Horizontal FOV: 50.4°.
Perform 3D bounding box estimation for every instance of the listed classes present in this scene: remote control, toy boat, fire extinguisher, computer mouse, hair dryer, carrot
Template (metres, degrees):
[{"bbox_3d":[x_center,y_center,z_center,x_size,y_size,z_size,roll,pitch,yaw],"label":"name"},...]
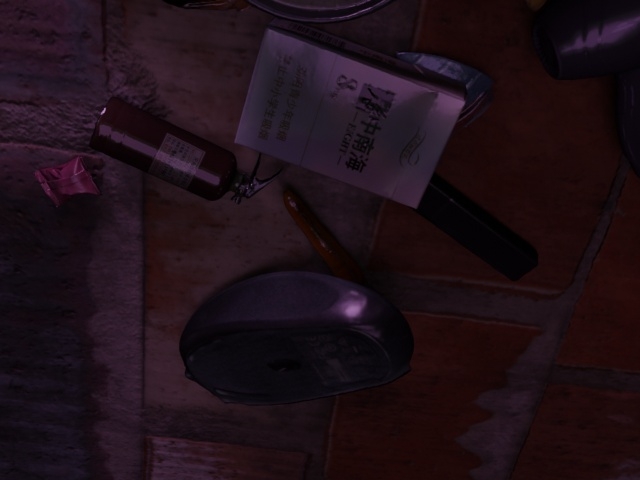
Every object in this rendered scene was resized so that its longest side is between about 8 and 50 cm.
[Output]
[{"bbox_3d":[0.198,-0.023,0.935,0.245,0.025,0.063,33,121,-18],"label":"remote control"},{"bbox_3d":[0.147,-0.192,0.821,0.096,0.034,0.122,-36,115,20],"label":"toy boat"},{"bbox_3d":[-0.164,-0.112,0.858,0.231,0.071,0.099,23,112,-13],"label":"fire extinguisher"},{"bbox_3d":[-0.037,0.143,0.991,0.373,0.114,0.203,-12,125,27],"label":"computer mouse"},{"bbox_3d":[0.424,-0.182,0.804,0.300,0.121,0.361,-23,129,5],"label":"hair dryer"},{"bbox_3d":[0.000,0.000,0.945,0.037,0.037,0.190,-30,117,19],"label":"carrot"}]

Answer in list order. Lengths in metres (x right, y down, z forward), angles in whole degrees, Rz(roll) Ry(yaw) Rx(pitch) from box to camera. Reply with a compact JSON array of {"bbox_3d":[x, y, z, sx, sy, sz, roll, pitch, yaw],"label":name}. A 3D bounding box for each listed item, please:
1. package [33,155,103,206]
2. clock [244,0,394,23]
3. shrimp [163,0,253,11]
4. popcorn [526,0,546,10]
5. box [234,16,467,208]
[{"bbox_3d":[-0.336,-0.078,0.907,0.083,0.029,0.059,-13,119,19],"label":"package"},{"bbox_3d":[-0.001,-0.337,0.632,0.280,0.056,0.281,2,132,2],"label":"clock"},{"bbox_3d":[-0.140,-0.331,0.725,0.289,0.075,0.178,-11,125,-7],"label":"shrimp"},{"bbox_3d":[0.254,-0.342,0.630,0.190,0.191,0.254,16,122,-8],"label":"popcorn"},{"bbox_3d":[0.034,-0.151,0.814,0.242,0.067,0.155,21,123,-3],"label":"box"}]
